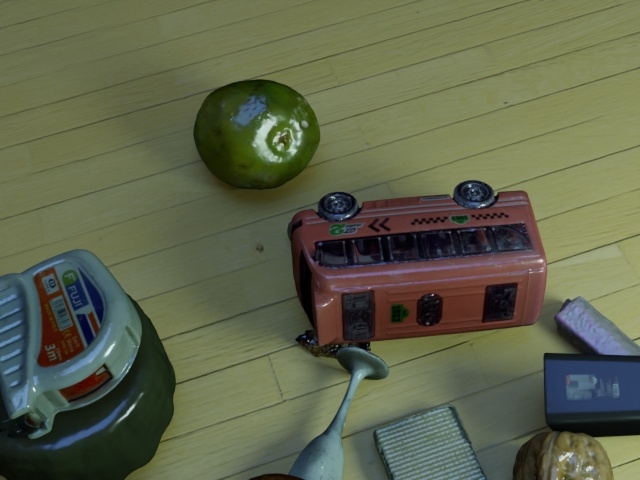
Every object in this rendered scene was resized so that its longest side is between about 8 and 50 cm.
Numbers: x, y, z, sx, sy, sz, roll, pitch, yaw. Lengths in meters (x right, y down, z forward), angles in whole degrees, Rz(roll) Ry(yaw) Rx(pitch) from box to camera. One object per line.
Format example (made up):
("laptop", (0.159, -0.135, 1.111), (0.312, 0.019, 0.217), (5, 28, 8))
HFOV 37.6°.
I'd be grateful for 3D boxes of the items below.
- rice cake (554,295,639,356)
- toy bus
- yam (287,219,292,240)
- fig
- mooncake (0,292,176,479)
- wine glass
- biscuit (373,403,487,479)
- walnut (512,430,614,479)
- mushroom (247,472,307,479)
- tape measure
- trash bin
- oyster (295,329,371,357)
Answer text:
("rice cake", (0.545, 0.232, 1.579), (0.070, 0.064, 0.399), (-39, 59, -13))
("toy bus", (0.166, 0.050, 1.641), (0.426, 0.203, 0.233), (-6, 43, -2))
("yam", (0.000, 0.000, 1.811), (0.132, 0.054, 0.054), (25, 59, 20))
("fig", (-0.156, -0.203, 1.918), (0.314, 0.233, 0.233), (-19, 36, 49))
("mooncake", (-0.423, 0.249, 1.579), (0.356, 0.194, 0.357), (-2, 49, 3))
("wine glass", (0.033, 0.285, 1.466), (0.096, 0.264, 0.310), (24, 58, 2))
("biscuit", (0.194, 0.393, 1.500), (0.150, 0.052, 0.252), (-20, 53, -5))
("walnut", (0.367, 0.381, 1.432), (0.155, 0.155, 0.184), (5, 57, 9))
("mushroom", (-0.070, 0.494, 1.269), (0.259, 0.345, 0.345), (-4, 49, -30))
("tape measure", (-0.402, 0.152, 1.455), (0.246, 0.125, 0.243), (-24, 59, -10))
("trash bin", (0.474, 0.246, 1.474), (0.225, 0.165, 0.115), (-3, 68, 19))
("oyster", (0.028, 0.181, 1.686), (0.132, 0.029, 0.086), (-21, 55, -12))
